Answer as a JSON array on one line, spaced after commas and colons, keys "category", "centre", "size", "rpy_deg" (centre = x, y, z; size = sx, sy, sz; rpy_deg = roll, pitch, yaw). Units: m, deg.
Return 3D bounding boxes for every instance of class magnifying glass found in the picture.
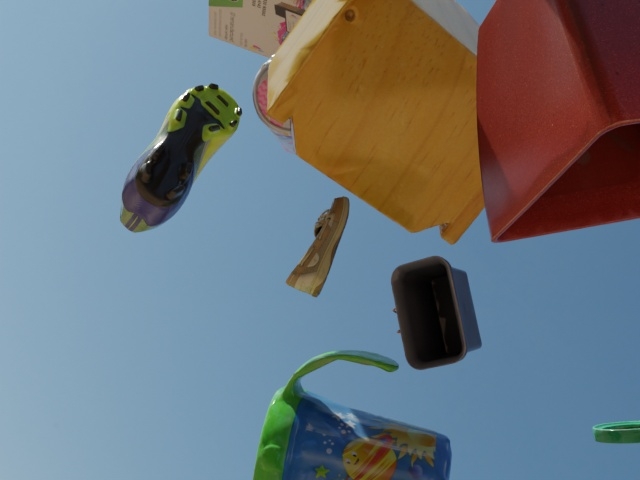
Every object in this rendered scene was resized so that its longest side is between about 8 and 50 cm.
[{"category": "magnifying glass", "centre": [0.471, 0.252, 1.232], "size": [0.231, 0.092, 0.026], "rpy_deg": [-9, -97, 43]}]

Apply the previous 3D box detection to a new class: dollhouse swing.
[{"category": "dollhouse swing", "centre": [0.101, -0.242, 1.352], "size": [0.346, 0.315, 0.305], "rpy_deg": [32, 11, -27]}]

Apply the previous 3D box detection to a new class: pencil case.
[{"category": "pencil case", "centre": [-0.029, -0.200, 1.401], "size": [0.273, 0.113, 0.124], "rpy_deg": [0, 80, -86]}]

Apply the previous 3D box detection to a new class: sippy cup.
[{"category": "sippy cup", "centre": [0.044, 0.308, 1.145], "size": [0.224, 0.240, 0.306], "rpy_deg": [5, -51, 8]}]

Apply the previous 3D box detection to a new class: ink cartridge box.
[{"category": "ink cartridge box", "centre": [-0.043, -0.396, 1.588], "size": [0.278, 0.117, 0.201], "rpy_deg": [20, -21, 1]}]

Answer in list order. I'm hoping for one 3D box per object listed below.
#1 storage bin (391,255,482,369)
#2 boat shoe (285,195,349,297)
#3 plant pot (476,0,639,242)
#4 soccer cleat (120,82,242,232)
[{"category": "storage bin", "centre": [0.151, 0.095, 1.199], "size": [0.098, 0.091, 0.135], "rpy_deg": [-17, -104, 30]}, {"category": "boat shoe", "centre": [-0.001, 0.001, 1.218], "size": [0.048, 0.153, 0.056], "rpy_deg": [20, -27, -1]}, {"category": "plant pot", "centre": [0.300, -0.171, 0.936], "size": [0.267, 0.267, 0.236], "rpy_deg": [120, -42, -66]}, {"category": "soccer cleat", "centre": [-0.200, -0.121, 1.305], "size": [0.093, 0.289, 0.121], "rpy_deg": [37, -48, -10]}]
